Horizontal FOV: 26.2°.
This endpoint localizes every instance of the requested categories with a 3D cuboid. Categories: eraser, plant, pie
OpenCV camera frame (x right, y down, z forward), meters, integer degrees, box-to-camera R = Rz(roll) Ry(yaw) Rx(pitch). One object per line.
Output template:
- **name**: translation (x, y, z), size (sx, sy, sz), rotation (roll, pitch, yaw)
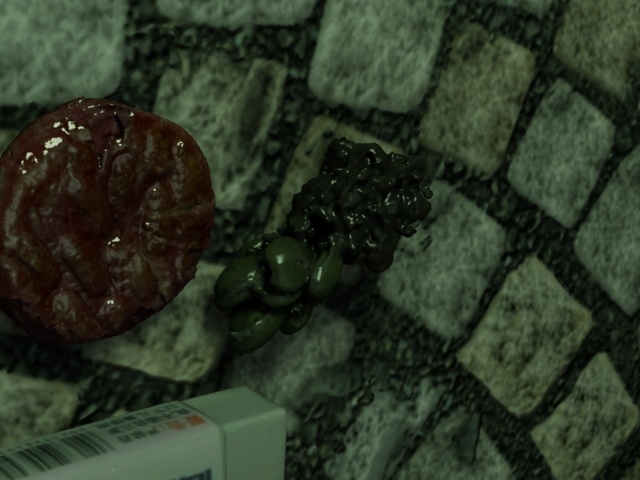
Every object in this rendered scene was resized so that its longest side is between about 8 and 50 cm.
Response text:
- **eraser**: translation (-0.119, 0.171, 0.829), size (0.210, 0.068, 0.124), rotation (-11, 110, -38)
- **plant**: translation (0.000, 0.000, 0.870), size (0.174, 0.087, 0.085), rotation (-43, 91, -18)
- **pie**: translation (-0.126, -0.011, 0.786), size (0.154, 0.036, 0.154), rotation (-14, 112, -38)
